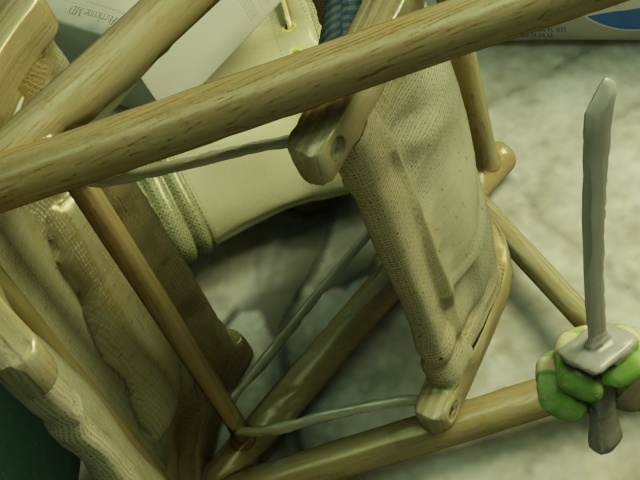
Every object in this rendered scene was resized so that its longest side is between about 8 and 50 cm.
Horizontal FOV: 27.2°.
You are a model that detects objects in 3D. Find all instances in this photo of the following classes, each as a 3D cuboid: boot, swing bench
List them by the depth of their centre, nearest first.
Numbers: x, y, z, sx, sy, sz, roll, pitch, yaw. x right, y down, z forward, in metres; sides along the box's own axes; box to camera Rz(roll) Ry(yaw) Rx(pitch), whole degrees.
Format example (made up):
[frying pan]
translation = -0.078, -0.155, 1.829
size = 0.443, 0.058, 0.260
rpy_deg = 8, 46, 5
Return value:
[swing bench]
translation = 0.000, 0.000, 0.529
size = 0.255, 0.253, 0.165
rpy_deg = -32, 52, -8
[boot]
translation = -0.058, -0.091, 0.710
size = 0.165, 0.077, 0.213
rpy_deg = -25, 60, -7

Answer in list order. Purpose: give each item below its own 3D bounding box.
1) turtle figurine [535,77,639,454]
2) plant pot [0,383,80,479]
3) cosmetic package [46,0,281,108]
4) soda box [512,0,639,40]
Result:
[turtle figurine]
translation = 0.166, 0.092, 0.440
size = 0.198, 0.274, 0.266
rpy_deg = 9, 79, 6
[plant pot]
translation = -0.215, 0.063, 0.549
size = 0.293, 0.293, 0.196
rpy_deg = 18, 47, 23
[cosmetic package]
translation = -0.133, -0.139, 0.696
size = 0.239, 0.060, 0.099
rpy_deg = 21, 65, 43
[soda box]
translation = 0.208, -0.161, 0.680
size = 0.263, 0.092, 0.083
rpy_deg = 2, 58, 16
